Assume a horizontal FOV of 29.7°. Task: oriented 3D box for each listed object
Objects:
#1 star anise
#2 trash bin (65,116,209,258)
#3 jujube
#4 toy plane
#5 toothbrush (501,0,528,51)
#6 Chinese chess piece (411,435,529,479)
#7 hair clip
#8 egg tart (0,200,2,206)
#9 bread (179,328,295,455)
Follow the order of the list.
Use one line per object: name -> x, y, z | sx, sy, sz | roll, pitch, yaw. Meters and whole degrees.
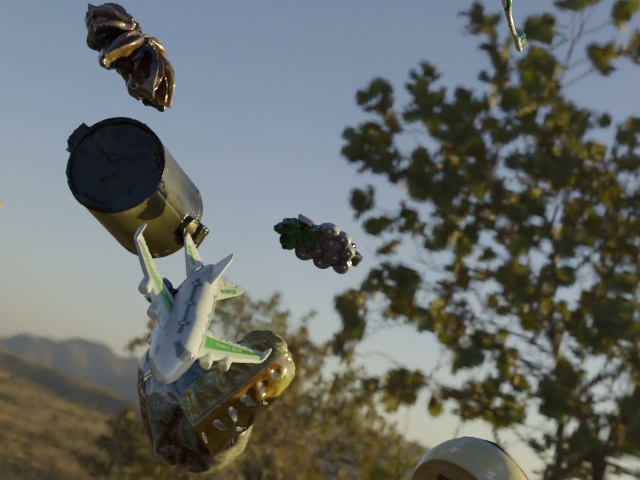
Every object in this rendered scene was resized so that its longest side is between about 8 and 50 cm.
star anise -> -0.317, -0.311, 1.984 | 0.236, 0.093, 0.229 | 51, 9, 22
trash bin -> -0.365, -0.101, 2.421 | 0.252, 0.203, 0.301 | 33, -10, 17
jujube -> -0.241, 0.315, 2.357 | 0.215, 0.246, 0.308 | -6, 41, -15
toy plane -> -0.178, 0.107, 1.587 | 0.101, 0.255, 0.251 | -32, -68, 32
toothbrush -> 0.387, -0.516, 2.536 | 0.030, 0.030, 0.304 | 12, -33, 36
Chinese chess piece -> 0.287, 0.497, 2.276 | 0.104, 0.257, 0.257 | -25, 23, -40
hair clip -> 0.000, -0.001, 2.411 | 0.195, 0.052, 0.124 | 23, -49, -19
egg tart -> -0.506, -0.053, 1.662 | 0.130, 0.052, 0.130 | 14, 2, 0
bread -> -0.137, 0.254, 2.081 | 0.128, 0.232, 0.088 | 52, -24, -17
